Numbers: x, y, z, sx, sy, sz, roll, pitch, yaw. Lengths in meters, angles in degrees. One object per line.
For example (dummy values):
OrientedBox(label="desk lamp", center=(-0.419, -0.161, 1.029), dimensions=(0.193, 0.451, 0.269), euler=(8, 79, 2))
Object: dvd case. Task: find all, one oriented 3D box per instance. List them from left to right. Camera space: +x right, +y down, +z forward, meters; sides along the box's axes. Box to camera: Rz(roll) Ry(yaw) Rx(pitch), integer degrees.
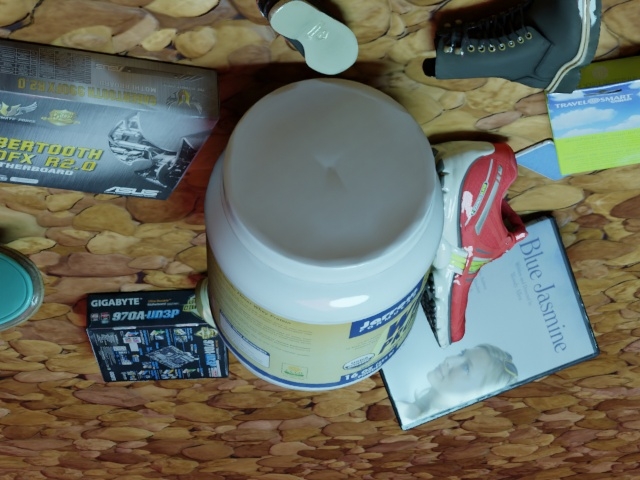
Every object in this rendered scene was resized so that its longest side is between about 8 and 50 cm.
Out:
OrientedBox(label="dvd case", center=(0.181, 0.096, 1.718), dimensions=(0.253, 0.180, 0.022), euler=(-21, -169, -2))

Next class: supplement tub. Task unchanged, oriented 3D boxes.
OrientedBox(label="supplement tub", center=(0.000, 0.000, 1.462), dimensions=(0.228, 0.228, 0.316), euler=(-2, 157, -4))

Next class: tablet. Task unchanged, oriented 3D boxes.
OrientedBox(label="tablet", center=(0.247, -0.085, 1.576), dimensions=(0.054, 0.006, 0.083), euler=(-24, 150, 38))

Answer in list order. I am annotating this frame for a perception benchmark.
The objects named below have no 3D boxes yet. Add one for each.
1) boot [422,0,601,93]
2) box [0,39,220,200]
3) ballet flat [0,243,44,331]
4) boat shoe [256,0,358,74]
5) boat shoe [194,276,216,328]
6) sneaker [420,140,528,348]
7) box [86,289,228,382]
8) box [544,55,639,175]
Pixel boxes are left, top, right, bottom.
OrientedBox(label="boot", center=(0.163, -0.181, 1.269), dimensions=(0.137, 0.076, 0.198), euler=(2, 155, 0))
OrientedBox(label="box", center=(-0.230, -0.110, 1.394), dimensions=(0.231, 0.056, 0.183), euler=(6, 155, -21))
OrientedBox(label="ballet flat", center=(-0.457, 0.064, 1.720), dimensions=(0.342, 0.116, 0.124), euler=(-10, 176, 16))
OrientedBox(label="boat shoe", center=(-0.009, -0.185, 1.272), dimensions=(0.049, 0.042, 0.133), euler=(-39, 147, 13))
OrientedBox(label="boat shoe", center=(-0.062, 0.098, 1.866), dimensions=(0.073, 0.080, 0.223), euler=(-15, 150, 36))
OrientedBox(label="sneaker", center=(0.164, 0.010, 1.590), dimensions=(0.118, 0.107, 0.279), euler=(-9, 135, -11))
OrientedBox(label="box", center=(-0.211, 0.129, 1.952), dimensions=(0.175, 0.051, 0.220), euler=(-2, 156, -2))
OrientedBox(label="box", center=(0.278, -0.125, 1.444), dimensions=(0.109, 0.042, 0.178), euler=(-9, 155, 11))
